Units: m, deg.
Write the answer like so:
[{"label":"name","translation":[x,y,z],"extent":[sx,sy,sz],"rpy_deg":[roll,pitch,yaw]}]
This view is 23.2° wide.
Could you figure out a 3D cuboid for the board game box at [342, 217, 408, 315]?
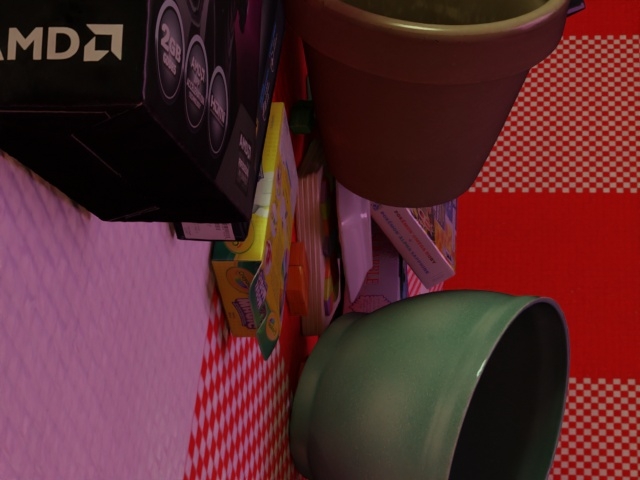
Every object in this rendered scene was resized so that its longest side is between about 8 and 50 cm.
[{"label":"board game box","translation":[0.074,0.139,1.881],"extent":[0.318,0.066,0.318],"rpy_deg":[-84,170,-56]}]

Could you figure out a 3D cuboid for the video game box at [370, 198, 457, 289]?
[{"label":"video game box","translation":[0.095,-0.071,1.836],"extent":[0.187,0.048,0.205],"rpy_deg":[49,24,-22]}]

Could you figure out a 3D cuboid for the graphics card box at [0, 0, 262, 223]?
[{"label":"graphics card box","translation":[-0.088,-0.208,0.758],"extent":[0.233,0.094,0.370],"rpy_deg":[57,36,-75]}]

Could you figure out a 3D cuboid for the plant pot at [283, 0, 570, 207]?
[{"label":"plant pot","translation":[0.083,-0.162,1.438],"extent":[0.263,0.263,0.229],"rpy_deg":[-78,176,-52]}]

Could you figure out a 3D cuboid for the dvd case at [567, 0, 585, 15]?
[{"label":"dvd case","translation":[0.154,-0.208,1.734],"extent":[0.253,0.180,0.022],"rpy_deg":[-20,-87,61]}]

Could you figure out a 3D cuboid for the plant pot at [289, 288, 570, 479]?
[{"label":"plant pot","translation":[0.093,0.174,1.495],"extent":[0.293,0.196,0.293],"rpy_deg":[-36,133,-52]}]

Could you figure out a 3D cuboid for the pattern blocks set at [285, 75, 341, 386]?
[{"label":"pattern blocks set","translation":[0.000,0.000,1.576],"extent":[0.285,0.026,0.324],"rpy_deg":[-75,163,-59]}]

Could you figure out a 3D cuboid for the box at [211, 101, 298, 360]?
[{"label":"box","translation":[-0.049,-0.006,1.198],"extent":[0.105,0.043,0.179],"rpy_deg":[80,11,-52]}]

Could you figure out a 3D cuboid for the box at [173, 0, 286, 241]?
[{"label":"box","translation":[-0.069,-0.136,1.022],"extent":[0.175,0.051,0.220],"rpy_deg":[81,13,-48]}]

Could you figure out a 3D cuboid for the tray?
[{"label":"tray","translation":[0.034,-0.083,1.626],"extent":[0.145,0.030,0.270],"rpy_deg":[83,5,-54]}]
